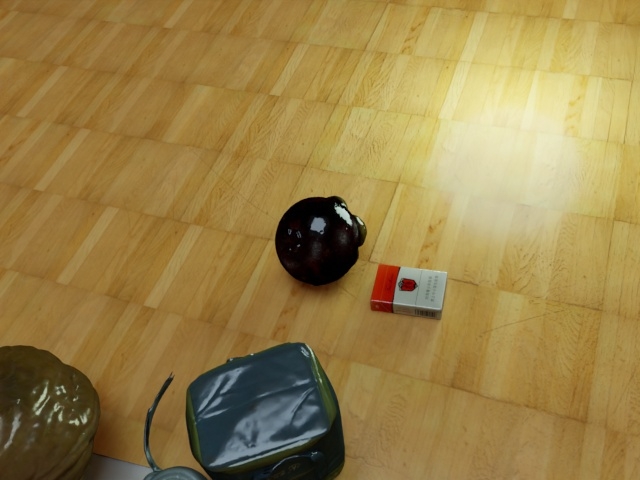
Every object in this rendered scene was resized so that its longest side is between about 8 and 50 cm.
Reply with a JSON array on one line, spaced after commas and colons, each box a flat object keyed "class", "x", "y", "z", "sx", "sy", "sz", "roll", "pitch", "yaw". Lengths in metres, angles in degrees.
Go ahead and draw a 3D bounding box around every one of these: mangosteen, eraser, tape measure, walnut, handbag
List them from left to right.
[{"class": "walnut", "x": -0.547, "y": 0.344, "z": 1.190, "sx": 0.333, "sy": 0.333, "sz": 0.333, "roll": -5, "pitch": 52, "yaw": 6}, {"class": "eraser", "x": -0.395, "y": 0.468, "z": 1.250, "sx": 0.150, "sy": 0.023, "sz": 0.104, "roll": 8, "pitch": 54, "yaw": 16}, {"class": "tape measure", "x": -0.258, "y": 0.413, "z": 1.224, "sx": 0.164, "sy": 0.084, "sz": 0.330, "roll": 0, "pitch": 56, "yaw": 7}, {"class": "handbag", "x": -0.091, "y": 0.334, "z": 1.166, "sx": 0.263, "sy": 0.241, "sz": 0.222, "roll": -22, "pitch": 52, "yaw": -7}, {"class": "mangosteen", "x": 0.000, "y": 0.000, "z": 1.453, "sx": 0.210, "sy": 0.210, "sz": 0.210, "roll": -5, "pitch": 52, "yaw": 6}]

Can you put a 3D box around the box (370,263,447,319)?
[{"class": "box", "x": 0.190, "y": 0.109, "z": 1.422, "sx": 0.152, "sy": 0.048, "sz": 0.100, "roll": 5, "pitch": 51, "yaw": 16}]
